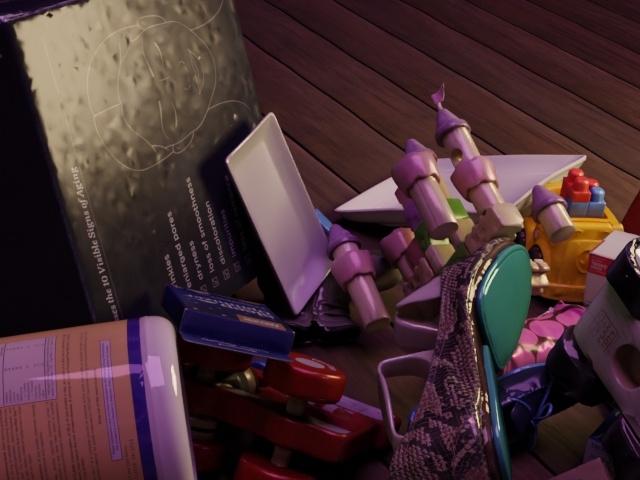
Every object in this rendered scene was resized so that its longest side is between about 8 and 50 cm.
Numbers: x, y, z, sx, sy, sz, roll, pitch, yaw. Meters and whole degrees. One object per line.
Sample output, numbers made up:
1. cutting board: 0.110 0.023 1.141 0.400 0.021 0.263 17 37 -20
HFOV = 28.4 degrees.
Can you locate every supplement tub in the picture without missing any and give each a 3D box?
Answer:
1. supplement tub: -0.310 0.221 1.392 0.331 0.241 0.241 -8 28 -6

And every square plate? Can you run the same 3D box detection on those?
1. square plate: 0.258 -0.087 2.285 0.344 0.049 0.347 1 19 36

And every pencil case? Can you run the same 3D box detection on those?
1. pencil case: 0.308 0.152 1.862 0.209 0.095 0.098 -12 67 -35

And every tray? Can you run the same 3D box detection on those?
1. tray: -0.063 -0.037 1.853 0.030 0.270 0.145 -6 30 33

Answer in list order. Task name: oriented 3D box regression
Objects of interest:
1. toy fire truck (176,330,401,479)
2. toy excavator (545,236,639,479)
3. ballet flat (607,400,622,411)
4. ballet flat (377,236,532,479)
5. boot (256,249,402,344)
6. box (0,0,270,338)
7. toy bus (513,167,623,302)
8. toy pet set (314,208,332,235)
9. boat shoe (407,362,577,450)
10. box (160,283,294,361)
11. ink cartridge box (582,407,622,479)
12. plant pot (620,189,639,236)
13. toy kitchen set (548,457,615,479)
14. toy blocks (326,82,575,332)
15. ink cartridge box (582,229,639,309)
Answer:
1. toy fire truck: -0.069 0.211 1.619 0.302 0.169 0.254 17 4 20
2. toy excavator: 0.526 0.100 1.703 0.445 0.222 0.433 0 45 -31
3. ballet flat: 0.470 0.232 1.764 0.070 0.070 0.188 -12 32 -33
4. ballet flat: 0.163 0.148 1.608 0.182 0.164 0.483 -7 31 17
5. boot: 0.031 0.099 1.946 0.246 0.083 0.161 -6 39 -19
6. box: -0.317 -0.111 1.756 0.297 0.480 0.472 -3 19 30
7. toy bus: 0.414 -0.028 2.112 0.149 0.211 0.220 0 25 -9
8. toy pet set: 0.000 0.000 2.126 0.122 0.065 0.114 5 26 -3
9. boat shoe: 0.245 0.242 1.683 0.258 0.109 0.089 -19 40 -12
10. box: -0.114 0.098 1.545 0.136 0.036 0.225 13 5 -15
11. ink cartridge box: 0.459 0.295 1.655 0.207 0.046 0.097 21 29 27
12. plant pot: 0.648 0.001 2.073 0.267 0.236 0.267 3 26 -7
13. toy kitchen set: 0.345 0.329 1.590 0.068 0.075 0.083 31 37 -54
14. toy blocks: 0.185 -0.044 1.901 0.309 0.288 0.260 -1 51 -31
15. ink cartridge box: 0.459 0.075 1.980 0.063 0.150 0.109 17 28 29
